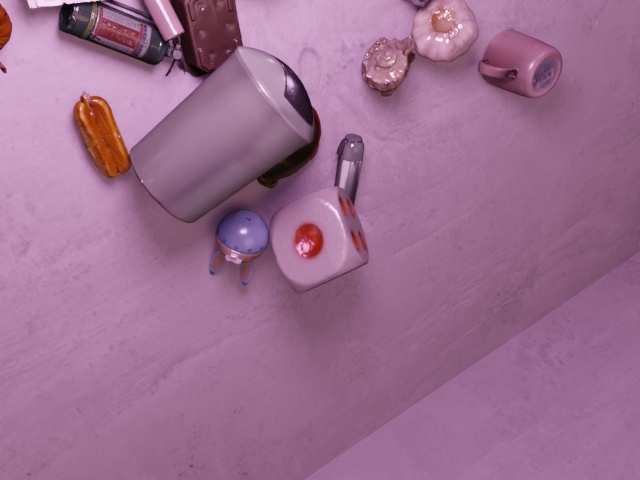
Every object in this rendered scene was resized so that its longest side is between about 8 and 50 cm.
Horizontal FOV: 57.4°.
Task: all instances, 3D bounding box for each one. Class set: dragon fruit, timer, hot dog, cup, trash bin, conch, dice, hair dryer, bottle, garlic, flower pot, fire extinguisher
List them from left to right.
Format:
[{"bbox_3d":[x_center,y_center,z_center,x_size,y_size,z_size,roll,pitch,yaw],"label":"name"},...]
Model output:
[{"bbox_3d":[-0.529,-0.255,1.416,0.092,0.062,0.235,-24,135,-20],"label":"hot dog"},{"bbox_3d":[-0.424,-0.462,1.322,0.295,0.093,0.118,11,110,-41],"label":"fire extinguisher"},{"bbox_3d":[-0.291,-0.572,1.280,0.221,0.053,0.195,-24,110,4],"label":"hair dryer"},{"bbox_3d":[-0.266,-0.516,1.407,0.179,0.084,0.250,-24,131,-21],"label":"flower pot"},{"bbox_3d":[-0.224,-0.263,1.432,0.432,0.280,0.280,-36,137,12],"label":"trash bin"},{"bbox_3d":[-0.250,0.031,1.752,0.175,0.175,0.255,10,110,-40],"label":"timer"},{"bbox_3d":[-0.116,-0.288,1.657,0.295,0.130,0.268,-6,129,-33],"label":"dragon fruit"},{"bbox_3d":[0.000,0.000,1.793,0.243,0.259,0.251,-23,175,14],"label":"dice"},{"bbox_3d":[0.083,-0.215,1.881,0.096,0.079,0.253,-14,129,-32],"label":"bottle"},{"bbox_3d":[0.209,-0.507,1.719,0.178,0.162,0.245,-27,165,3],"label":"conch"},{"bbox_3d":[0.380,-0.617,1.777,0.199,0.199,0.226,-49,166,4],"label":"garlic"},{"bbox_3d":[0.655,-0.580,1.953,0.253,0.200,0.191,-15,128,-27],"label":"cup"}]

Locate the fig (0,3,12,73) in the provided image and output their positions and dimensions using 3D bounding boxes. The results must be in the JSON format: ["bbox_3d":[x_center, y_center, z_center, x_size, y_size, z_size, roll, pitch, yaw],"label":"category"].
[{"bbox_3d":[-0.669,-0.395,1.120,0.146,0.201,0.133,-26,142,-11],"label":"fig"}]

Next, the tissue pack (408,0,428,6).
[{"bbox_3d":[0.291,-0.848,1.552,0.259,0.122,0.361,29,99,-48],"label":"tissue pack"}]

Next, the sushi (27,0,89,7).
[{"bbox_3d":[-0.522,-0.586,1.174,0.192,0.051,0.215,-18,110,-25],"label":"sushi"}]
